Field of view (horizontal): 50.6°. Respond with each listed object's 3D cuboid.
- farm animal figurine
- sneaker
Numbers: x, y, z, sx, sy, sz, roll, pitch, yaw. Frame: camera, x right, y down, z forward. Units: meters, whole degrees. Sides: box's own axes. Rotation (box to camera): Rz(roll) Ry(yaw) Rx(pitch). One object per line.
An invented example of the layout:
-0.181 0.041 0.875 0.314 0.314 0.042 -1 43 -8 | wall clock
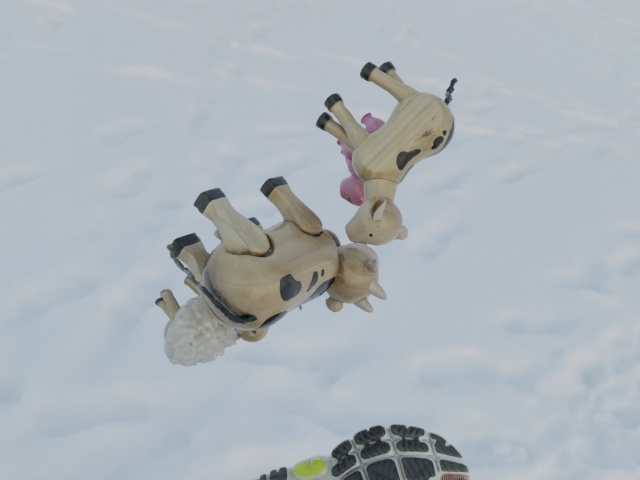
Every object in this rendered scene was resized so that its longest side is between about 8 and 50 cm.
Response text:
0.000 0.000 0.723 0.326 0.330 0.172 -29 69 -36 | farm animal figurine
0.042 0.294 0.793 0.278 0.118 0.107 -18 53 15 | sneaker
